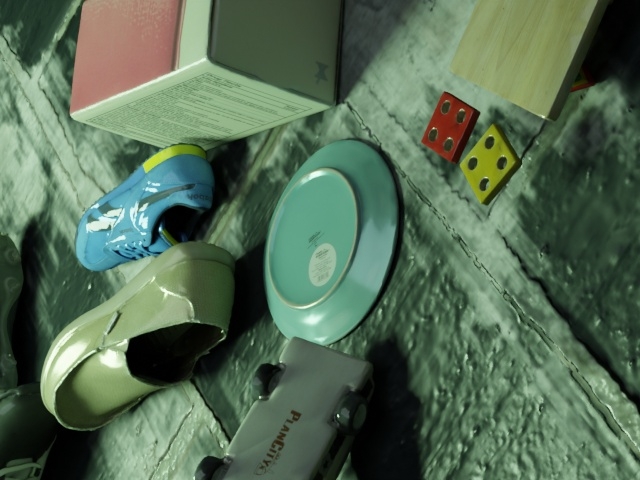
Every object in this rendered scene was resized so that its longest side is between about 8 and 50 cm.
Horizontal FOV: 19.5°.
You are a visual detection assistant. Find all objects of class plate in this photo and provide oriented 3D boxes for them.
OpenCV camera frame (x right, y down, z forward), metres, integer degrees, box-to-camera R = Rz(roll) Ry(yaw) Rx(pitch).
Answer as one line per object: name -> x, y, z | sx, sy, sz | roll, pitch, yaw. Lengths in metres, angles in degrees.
plate -> 0.000, 0.000, 1.639 | 0.188, 0.024, 0.188 | -24, 59, 46

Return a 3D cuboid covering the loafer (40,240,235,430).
loafer -> -0.176, 0.107, 1.766 | 0.268, 0.102, 0.092 | -46, 39, 33

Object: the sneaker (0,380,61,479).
sneaker -> -0.336, 0.286, 1.917 | 0.330, 0.122, 0.146 | -54, 55, 29

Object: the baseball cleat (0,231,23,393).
baseball cleat -> -0.377, 0.095, 2.061 | 0.109, 0.072, 0.206 | -36, 47, 49

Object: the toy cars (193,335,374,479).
toy cars -> -0.003, 0.264, 1.487 | 0.176, 0.087, 0.394 | -18, 55, 6

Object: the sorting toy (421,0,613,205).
sorting toy -> 0.174, -0.161, 1.449 | 0.132, 0.046, 0.275 | 34, 105, 52

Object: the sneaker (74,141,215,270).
sneaker -> -0.176, -0.011, 1.838 | 0.209, 0.069, 0.082 | -38, 53, 39

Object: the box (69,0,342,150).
box -> -0.108, -0.177, 1.739 | 0.232, 0.148, 0.127 | -15, 65, 49
